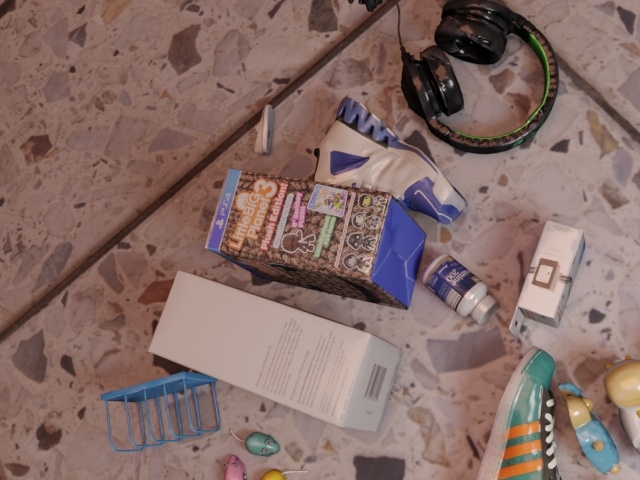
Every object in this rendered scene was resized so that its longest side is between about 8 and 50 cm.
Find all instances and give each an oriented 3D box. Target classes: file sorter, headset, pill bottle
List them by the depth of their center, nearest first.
[{"bbox_3d":[0.231,0.081,1.310,0.120,0.067,0.067,41,92,26],"label":"pill bottle"},{"bbox_3d":[0.222,-0.323,1.369,0.394,0.185,0.243,39,90,15],"label":"headset"},{"bbox_3d":[-0.278,0.305,1.418,0.170,0.118,0.105,-18,73,16],"label":"file sorter"}]

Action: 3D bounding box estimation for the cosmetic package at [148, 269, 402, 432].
[{"bbox_3d":[-0.072,0.182,1.329,0.365,0.197,0.155,15,81,26],"label":"cosmetic package"}]

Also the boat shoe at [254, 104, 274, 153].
[{"bbox_3d":[-0.113,-0.216,1.553,0.035,0.035,0.100,1,81,19],"label":"boat shoe"}]

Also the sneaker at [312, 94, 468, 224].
[{"bbox_3d":[0.095,-0.099,1.397,0.182,0.127,0.315,-49,57,6],"label":"sneaker"}]

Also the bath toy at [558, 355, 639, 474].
[{"bbox_3d":[0.525,0.202,1.133,0.348,0.151,0.129,-23,32,13],"label":"bath toy"}]

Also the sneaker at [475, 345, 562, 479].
[{"bbox_3d":[0.314,0.315,1.193,0.121,0.108,0.302,17,89,24],"label":"sneaker"}]

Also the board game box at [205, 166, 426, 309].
[{"bbox_3d":[0.000,0.000,1.334,0.290,0.232,0.141,11,79,24],"label":"board game box"}]

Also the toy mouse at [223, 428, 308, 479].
[{"bbox_3d":[-0.125,0.383,1.380,0.161,0.031,0.143,-38,65,7],"label":"toy mouse"}]

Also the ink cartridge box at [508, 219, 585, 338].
[{"bbox_3d":[0.355,0.071,1.244,0.060,0.104,0.180,18,82,24],"label":"ink cartridge box"}]
